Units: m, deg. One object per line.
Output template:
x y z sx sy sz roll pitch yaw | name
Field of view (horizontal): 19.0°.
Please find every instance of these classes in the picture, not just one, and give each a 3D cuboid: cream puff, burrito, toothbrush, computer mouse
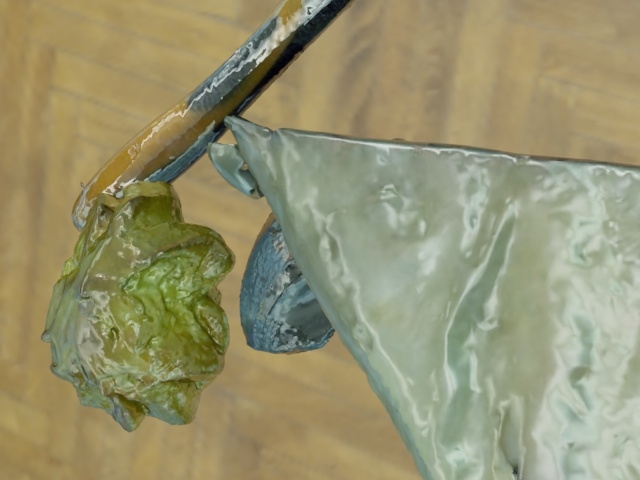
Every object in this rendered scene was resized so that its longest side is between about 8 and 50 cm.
-0.065 0.023 0.659 0.083 0.058 0.083 47 114 16 | cream puff
0.114 0.072 0.631 0.175 0.107 0.348 -27 70 -5 | burrito
0.012 -0.094 0.650 0.321 0.031 0.023 -38 54 30 | toothbrush
0.000 0.000 0.932 0.135 0.047 0.079 -46 30 22 | computer mouse
